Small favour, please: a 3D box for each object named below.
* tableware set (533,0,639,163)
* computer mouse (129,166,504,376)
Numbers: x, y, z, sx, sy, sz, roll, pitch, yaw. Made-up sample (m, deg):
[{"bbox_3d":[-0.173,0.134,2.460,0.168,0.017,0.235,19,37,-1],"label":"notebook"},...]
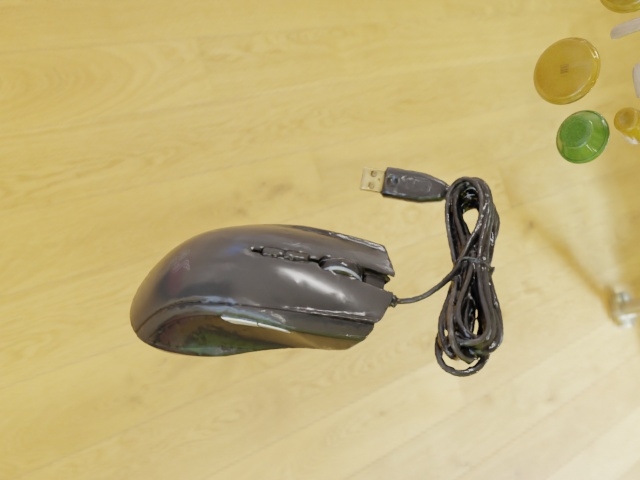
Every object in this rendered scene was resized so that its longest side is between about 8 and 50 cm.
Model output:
[{"bbox_3d":[0.190,-0.131,0.706,0.024,0.104,0.154,21,58,-52],"label":"tableware set"},{"bbox_3d":[0.000,0.000,0.739,0.060,0.262,0.184,78,21,-44],"label":"computer mouse"}]
